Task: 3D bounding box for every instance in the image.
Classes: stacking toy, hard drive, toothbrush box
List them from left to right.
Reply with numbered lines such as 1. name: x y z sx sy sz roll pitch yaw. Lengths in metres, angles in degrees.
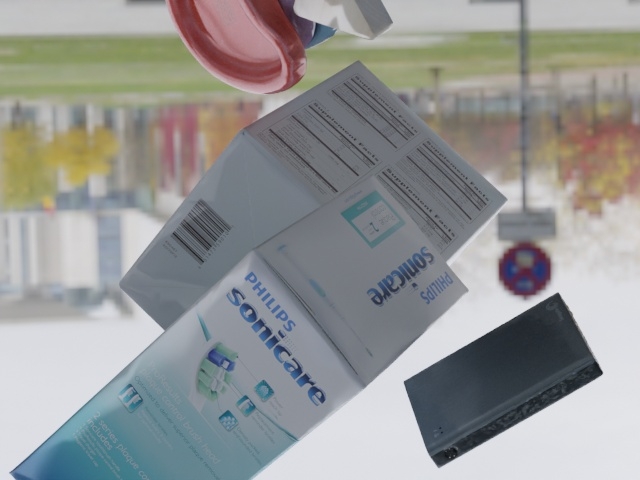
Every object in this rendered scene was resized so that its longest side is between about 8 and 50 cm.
1. toothbrush box: -0.058 0.106 1.225 0.295 0.126 0.216 -41 177 30
2. stacking toy: -0.038 -0.280 1.254 0.130 0.309 0.279 -36 -158 -30
3. hard drive: 0.130 0.099 1.172 0.135 0.022 0.094 -31 -152 8

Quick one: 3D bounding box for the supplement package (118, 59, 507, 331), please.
1. supplement package: 0.000 0.000 1.442 0.199 0.198 0.262 -49 175 29
